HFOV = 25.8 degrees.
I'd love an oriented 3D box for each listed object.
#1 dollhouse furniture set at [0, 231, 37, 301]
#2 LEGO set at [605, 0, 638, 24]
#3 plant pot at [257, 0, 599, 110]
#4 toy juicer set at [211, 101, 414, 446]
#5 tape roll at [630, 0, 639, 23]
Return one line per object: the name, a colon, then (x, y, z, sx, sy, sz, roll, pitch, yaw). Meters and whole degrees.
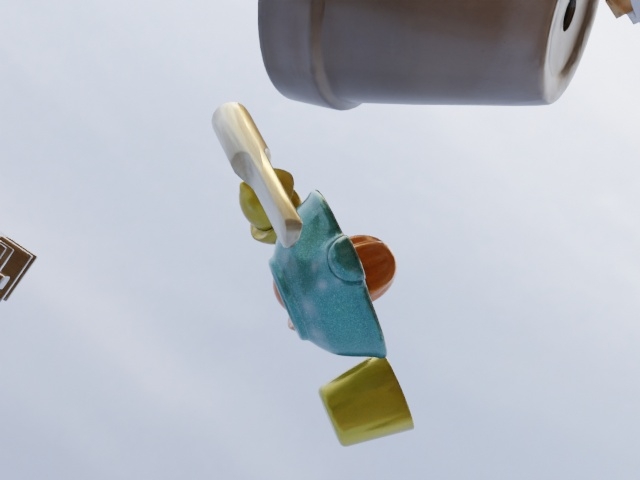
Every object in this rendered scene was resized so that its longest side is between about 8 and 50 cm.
dollhouse furniture set: (-0.335, 0.053, 0.963, 0.161, 0.212, 0.242, 35, -95, -4)
LEGO set: (0.386, -0.293, 1.329, 0.107, 0.287, 0.132, 36, -110, -38)
plant pot: (0.133, -0.268, 1.445, 0.280, 0.323, 0.323, 18, -141, 20)
toy juicer set: (0.000, 0.000, 1.049, 0.090, 0.329, 0.209, -23, -126, -4)
tape roll: (0.403, -0.211, 1.146, 0.286, 0.286, 0.100, 34, -113, -10)
